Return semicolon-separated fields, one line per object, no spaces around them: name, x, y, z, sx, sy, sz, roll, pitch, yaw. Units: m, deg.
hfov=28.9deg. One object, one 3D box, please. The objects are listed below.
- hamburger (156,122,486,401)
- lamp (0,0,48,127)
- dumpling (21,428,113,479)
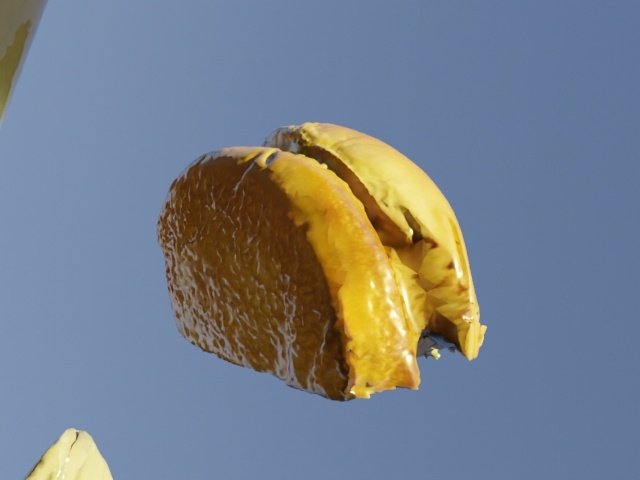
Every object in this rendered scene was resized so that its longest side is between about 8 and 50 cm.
hamburger;0.000;0.000;0.823;0.283;0.144;0.156;13;-69;54
lamp;-0.200;-0.103;0.453;0.272;0.205;0.374;-60;-141;10
dumpling;-0.293;0.417;1.450;0.233;0.315;0.394;-3;-96;8
